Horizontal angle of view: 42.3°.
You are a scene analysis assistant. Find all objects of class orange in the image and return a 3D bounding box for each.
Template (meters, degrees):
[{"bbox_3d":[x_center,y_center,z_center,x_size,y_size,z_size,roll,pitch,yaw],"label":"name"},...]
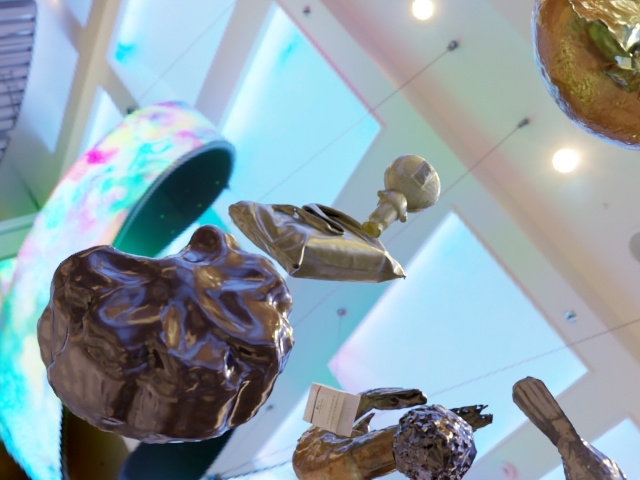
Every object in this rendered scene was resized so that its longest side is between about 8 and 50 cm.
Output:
[{"bbox_3d":[0.442,-0.259,1.232,0.334,0.262,0.196,45,-61,-2],"label":"orange"}]

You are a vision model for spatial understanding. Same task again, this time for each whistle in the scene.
[{"bbox_3d":[0.133,-0.072,1.382,0.104,0.198,0.057,49,-41,-5],"label":"whistle"}]

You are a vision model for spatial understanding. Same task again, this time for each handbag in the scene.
[{"bbox_3d":[-0.005,-0.002,1.649,0.253,0.316,0.109,38,-66,41],"label":"handbag"}]

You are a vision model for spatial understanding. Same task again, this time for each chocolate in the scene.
[{"bbox_3d":[0.199,0.351,1.377,0.133,0.156,0.156,130,-64,-81],"label":"chocolate"}]

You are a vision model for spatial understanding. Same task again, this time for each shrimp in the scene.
[{"bbox_3d":[0.140,0.375,1.655,0.445,0.272,0.085,-20,-68,28],"label":"shrimp"}]

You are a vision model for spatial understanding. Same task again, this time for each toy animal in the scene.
[{"bbox_3d":[0.396,0.352,1.176,0.081,0.367,0.205,-37,-141,8],"label":"toy animal"}]

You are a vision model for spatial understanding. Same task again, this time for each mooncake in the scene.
[{"bbox_3d":[-0.222,0.137,1.283,0.350,0.381,0.212,46,-44,26],"label":"mooncake"}]

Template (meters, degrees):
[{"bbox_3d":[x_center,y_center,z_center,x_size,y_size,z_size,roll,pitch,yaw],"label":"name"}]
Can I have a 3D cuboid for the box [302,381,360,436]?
[{"bbox_3d":[0.019,0.340,1.675,0.154,0.040,0.083,-2,-107,64],"label":"box"}]
